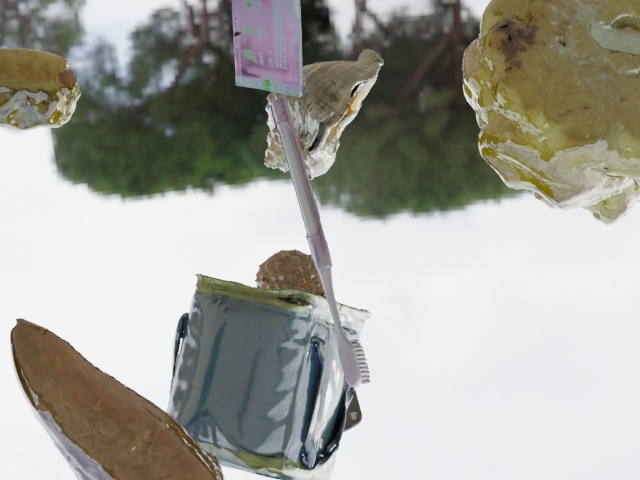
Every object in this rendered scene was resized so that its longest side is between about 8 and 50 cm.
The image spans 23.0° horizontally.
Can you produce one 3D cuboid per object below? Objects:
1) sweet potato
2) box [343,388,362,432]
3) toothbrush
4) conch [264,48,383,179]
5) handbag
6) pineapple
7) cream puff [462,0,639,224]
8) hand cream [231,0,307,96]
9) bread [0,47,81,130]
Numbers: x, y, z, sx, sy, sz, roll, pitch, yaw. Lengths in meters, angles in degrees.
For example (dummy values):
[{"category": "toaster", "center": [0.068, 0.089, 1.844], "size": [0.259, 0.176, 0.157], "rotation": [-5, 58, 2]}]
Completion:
[{"category": "sweet potato", "center": [-0.116, 0.193, 1.195], "size": [0.092, 0.114, 0.341], "rotation": [-41, -102, -11]}, {"category": "box", "center": [-0.003, 0.243, 2.393], "size": [0.126, 0.125, 0.027], "rotation": [-19, -174, -24]}, {"category": "toothbrush", "center": [0.000, 0.000, 1.831], "size": [0.024, 0.354, 0.029], "rotation": [-25, 166, 39]}, {"category": "conch", "center": [0.010, -0.161, 1.958], "size": [0.207, 0.130, 0.155], "rotation": [-40, -153, -12]}, {"category": "handbag", "center": [-0.076, 0.181, 2.045], "size": [0.222, 0.241, 0.263], "rotation": [9, 173, 27]}, {"category": "pineapple", "center": [-0.013, 0.119, 2.357], "size": [0.125, 0.125, 0.251], "rotation": [-13, -136, -17]}, {"category": "cream puff", "center": [0.311, -0.148, 1.800], "size": [0.291, 0.257, 0.324], "rotation": [33, -119, 18]}, {"category": "hand cream", "center": [-0.059, -0.280, 1.717], "size": [0.050, 0.275, 0.079], "rotation": [-30, -134, -31]}, {"category": "bread", "center": [-0.428, -0.184, 1.918], "size": [0.269, 0.087, 0.098], "rotation": [0, -117, -8]}]
